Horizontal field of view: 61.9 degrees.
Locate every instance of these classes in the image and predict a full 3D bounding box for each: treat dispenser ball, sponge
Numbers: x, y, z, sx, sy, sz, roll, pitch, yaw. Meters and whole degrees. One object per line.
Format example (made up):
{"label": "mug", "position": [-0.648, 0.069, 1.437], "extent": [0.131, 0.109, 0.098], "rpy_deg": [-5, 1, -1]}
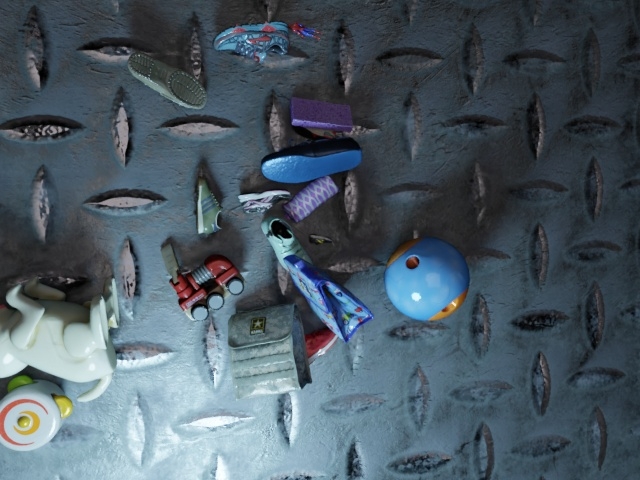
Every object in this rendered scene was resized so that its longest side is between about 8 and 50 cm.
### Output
{"label": "treat dispenser ball", "position": [0.362, 0.130, 1.827], "extent": [0.289, 0.288, 0.287], "rpy_deg": [0, 92, -12]}
{"label": "sponge", "position": [0.002, -0.431, 1.834], "extent": [0.210, 0.031, 0.117], "rpy_deg": [5, 52, -12]}

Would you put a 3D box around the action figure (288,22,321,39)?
{"label": "action figure", "position": [-0.057, -0.723, 1.846], "extent": [0.115, 0.030, 0.038], "rpy_deg": [19, 82, -7]}

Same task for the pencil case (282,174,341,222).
{"label": "pencil case", "position": [-0.034, -0.146, 1.838], "extent": [0.206, 0.088, 0.086], "rpy_deg": [-37, 103, -9]}

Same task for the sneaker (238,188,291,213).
{"label": "sneaker", "position": [-0.186, -0.132, 1.819], "extent": [0.179, 0.072, 0.077], "rpy_deg": [-7, 102, 6]}

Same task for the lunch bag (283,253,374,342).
{"label": "lunch bag", "position": [0.007, 0.157, 1.734], "extent": [0.138, 0.221, 0.293], "rpy_deg": [-43, 125, -8]}

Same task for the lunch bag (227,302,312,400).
{"label": "lunch bag", "position": [-0.173, 0.357, 1.759], "extent": [0.236, 0.169, 0.286], "rpy_deg": [-12, 83, 13]}

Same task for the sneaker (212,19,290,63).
{"label": "sneaker", "position": [-0.224, -0.651, 1.775], "extent": [0.262, 0.104, 0.125], "rpy_deg": [-13, 96, -11]}

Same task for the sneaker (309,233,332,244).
{"label": "sneaker", "position": [0.000, 0.000, 1.882], "extent": [0.084, 0.031, 0.035], "rpy_deg": [12, 103, -8]}

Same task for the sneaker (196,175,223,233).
{"label": "sneaker", "position": [-0.369, -0.117, 1.785], "extent": [0.086, 0.064, 0.191], "rpy_deg": [0, 92, -19]}

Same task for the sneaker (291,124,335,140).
{"label": "sneaker", "position": [-0.020, -0.395, 1.857], "extent": [0.162, 0.057, 0.075], "rpy_deg": [20, 68, -9]}

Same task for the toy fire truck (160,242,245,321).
{"label": "toy fire truck", "position": [-0.402, 0.105, 1.753], "extent": [0.217, 0.158, 0.246], "rpy_deg": [-37, 109, -8]}

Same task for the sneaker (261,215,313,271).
{"label": "sneaker", "position": [-0.105, 0.030, 1.796], "extent": [0.094, 0.151, 0.255], "rpy_deg": [-39, 100, -10]}

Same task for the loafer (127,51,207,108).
{"label": "loafer", "position": [-0.493, -0.518, 1.732], "extent": [0.269, 0.092, 0.101], "rpy_deg": [29, 87, -27]}

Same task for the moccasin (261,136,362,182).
{"label": "moccasin", "position": [-0.033, -0.277, 1.812], "extent": [0.343, 0.137, 0.116], "rpy_deg": [-7, 49, -10]}

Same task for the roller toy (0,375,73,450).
{"label": "roller toy", "position": [-0.892, 0.540, 1.648], "extent": [0.210, 0.146, 0.191], "rpy_deg": [25, 87, -12]}

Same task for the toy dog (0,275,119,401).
{"label": "toy dog", "position": [-0.838, 0.294, 1.617], "extent": [0.409, 0.284, 0.394], "rpy_deg": [-2, 110, -11]}

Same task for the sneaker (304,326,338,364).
{"label": "sneaker", "position": [-0.037, 0.341, 1.854], "extent": [0.221, 0.087, 0.128], "rpy_deg": [-44, 101, -9]}
